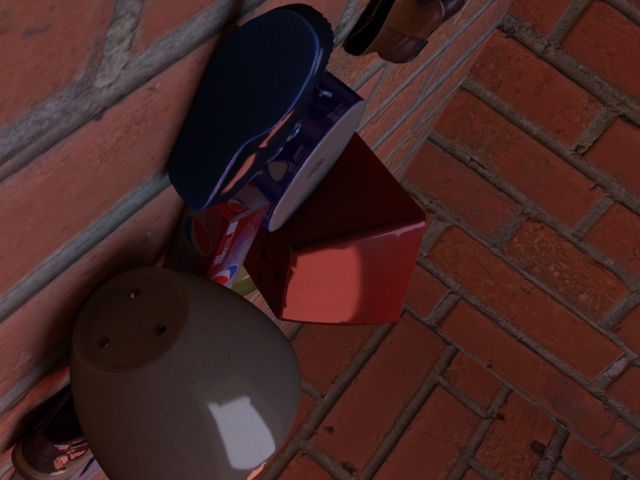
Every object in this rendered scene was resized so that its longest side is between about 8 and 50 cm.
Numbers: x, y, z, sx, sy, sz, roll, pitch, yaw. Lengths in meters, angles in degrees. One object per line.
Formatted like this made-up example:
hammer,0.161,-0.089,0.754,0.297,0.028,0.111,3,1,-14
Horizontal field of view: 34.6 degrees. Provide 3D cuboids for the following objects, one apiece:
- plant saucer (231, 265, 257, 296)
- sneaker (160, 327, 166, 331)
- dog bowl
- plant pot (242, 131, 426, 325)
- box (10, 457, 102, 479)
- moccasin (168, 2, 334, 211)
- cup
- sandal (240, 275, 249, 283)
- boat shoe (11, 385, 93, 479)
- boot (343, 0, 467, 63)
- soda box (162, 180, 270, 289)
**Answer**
plant saucer,-0.123,0.017,2.011,0.241,0.037,0.241,-36,156,-19
sneaker,-0.225,0.259,1.817,0.104,0.296,0.147,5,147,-36
dog bowl,-0.044,-0.147,1.639,0.265,0.104,0.265,-52,174,-8
plant pot,0.000,0.000,1.849,0.235,0.267,0.267,-15,137,-26
box,-0.405,0.345,1.805,0.169,0.087,0.290,-56,172,24
moccasin,-0.081,-0.170,1.252,0.116,0.138,0.342,-27,170,-43
cup,-0.217,0.172,1.436,0.331,0.331,0.237,-50,145,-19
sandal,-0.182,0.090,2.115,0.219,0.060,0.090,-52,173,-10
boat shoe,-0.345,0.258,1.652,0.342,0.123,0.123,-33,161,-53
boot,0.159,-0.431,1.800,0.264,0.096,0.280,-47,168,18
soda box,-0.168,0.002,1.584,0.083,0.092,0.263,-29,159,-36
